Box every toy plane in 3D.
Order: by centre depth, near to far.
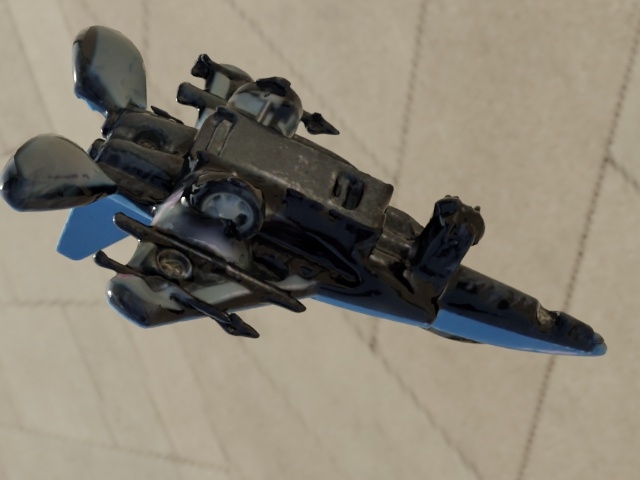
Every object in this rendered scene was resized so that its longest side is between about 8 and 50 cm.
[{"bbox_3d":[0.002,-0.006,0.719,0.246,0.169,0.078,17,129,2],"label":"toy plane"}]
